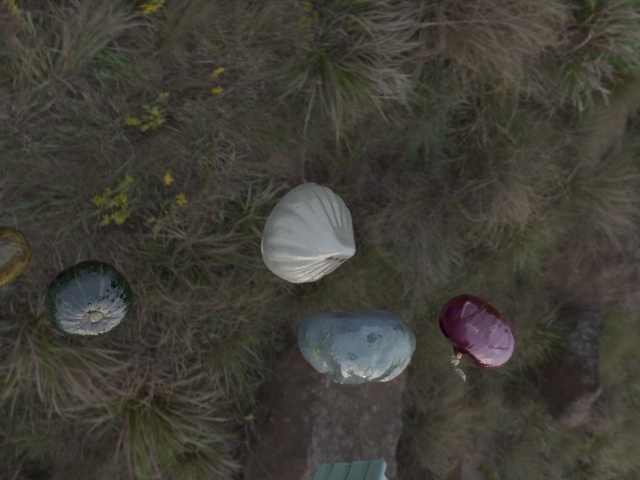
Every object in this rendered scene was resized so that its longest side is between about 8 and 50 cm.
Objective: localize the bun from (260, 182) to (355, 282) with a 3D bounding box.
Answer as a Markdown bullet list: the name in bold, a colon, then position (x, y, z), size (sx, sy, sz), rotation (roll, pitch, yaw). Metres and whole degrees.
- **bun**: position (0.000, 0.000, 1.386), size (0.263, 0.175, 0.263), rotation (-28, 130, -39)

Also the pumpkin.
- **pumpkin**: position (-0.576, 0.147, 1.415), size (0.211, 0.152, 0.212), rotation (-22, 141, -20)

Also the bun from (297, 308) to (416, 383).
- **bun**: position (0.108, 0.310, 1.672), size (0.361, 0.361, 0.212), rotation (-2, 89, -28)

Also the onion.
- **onion**: position (0.336, 0.198, 1.228), size (0.153, 0.177, 0.177), rotation (-26, 126, 13)

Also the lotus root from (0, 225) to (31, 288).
- **lotus root**: position (-0.824, 0.062, 1.359), size (0.260, 0.128, 0.145), rotation (-45, 119, -45)

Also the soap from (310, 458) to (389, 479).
- **soap**: position (0.032, 0.535, 1.065), size (0.159, 0.265, 0.088), rotation (-14, 103, 23)
